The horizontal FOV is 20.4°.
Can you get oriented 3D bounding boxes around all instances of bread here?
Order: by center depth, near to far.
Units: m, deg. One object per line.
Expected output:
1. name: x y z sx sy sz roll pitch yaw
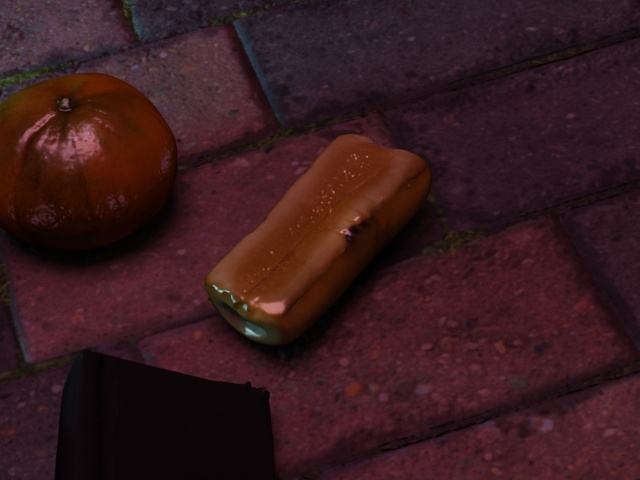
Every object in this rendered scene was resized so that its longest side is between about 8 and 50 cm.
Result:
1. bread: 0.000 0.000 1.986 0.142 0.091 0.305 19 51 34

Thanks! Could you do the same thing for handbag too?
1. handbag: -0.155 0.233 1.760 0.223 0.080 0.247 16 44 -19

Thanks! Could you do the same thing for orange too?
1. orange: -0.287 -0.096 2.064 0.240 0.171 0.240 -5 46 5
